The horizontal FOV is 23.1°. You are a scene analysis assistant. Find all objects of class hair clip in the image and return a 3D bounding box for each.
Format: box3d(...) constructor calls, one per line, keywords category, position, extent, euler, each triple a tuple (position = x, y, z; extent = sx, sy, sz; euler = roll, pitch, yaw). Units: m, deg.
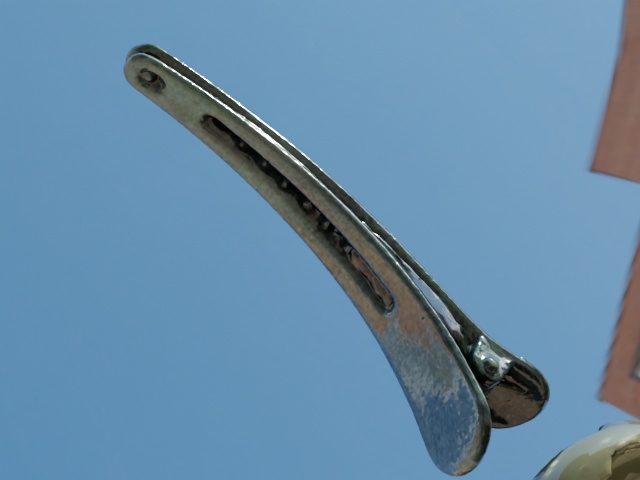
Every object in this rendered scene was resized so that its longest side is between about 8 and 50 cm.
box3d(category="hair clip", position=(0.000, 0.000, 0.661), extent=(0.229, 0.070, 0.039), euler=(46, -57, 13))

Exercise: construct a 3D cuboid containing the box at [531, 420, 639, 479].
box3d(category="box", position=(0.150, 0.133, 0.507), extent=(0.274, 0.178, 0.138), euler=(3, -110, -23))
